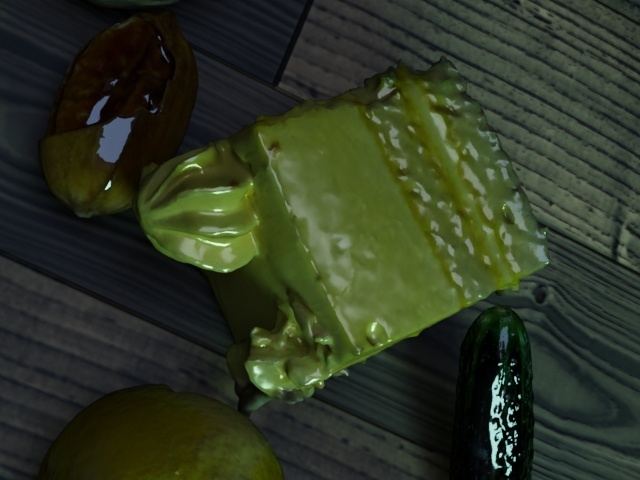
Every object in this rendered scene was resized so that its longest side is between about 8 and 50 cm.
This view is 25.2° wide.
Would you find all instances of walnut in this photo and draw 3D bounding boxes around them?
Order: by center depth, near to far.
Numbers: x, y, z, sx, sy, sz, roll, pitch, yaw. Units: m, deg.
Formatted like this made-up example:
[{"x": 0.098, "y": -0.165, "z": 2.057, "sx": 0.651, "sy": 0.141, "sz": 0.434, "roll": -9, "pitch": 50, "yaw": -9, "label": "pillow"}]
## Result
[{"x": -0.168, "y": -0.113, "z": 1.228, "sx": 0.116, "sy": 0.116, "sz": 0.207, "roll": 29, "pitch": 71, "yaw": -12, "label": "walnut"}]

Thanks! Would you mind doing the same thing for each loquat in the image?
[{"x": -0.121, "y": 0.220, "z": 1.121, "sx": 0.213, "sy": 0.213, "sz": 0.213, "roll": 4, "pitch": 78, "yaw": -19, "label": "loquat"}]

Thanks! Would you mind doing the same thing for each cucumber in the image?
[{"x": 0.149, "y": 0.167, "z": 1.236, "sx": 0.074, "sy": 0.074, "sz": 0.241, "roll": -12, "pitch": 119, "yaw": -21, "label": "cucumber"}]

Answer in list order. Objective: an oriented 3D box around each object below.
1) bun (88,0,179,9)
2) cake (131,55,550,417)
[{"x": -0.149, "y": -0.298, "z": 1.261, "sx": 0.229, "sy": 0.145, "sz": 0.229, "roll": -4, "pitch": 55, "yaw": 5, "label": "bun"}, {"x": 0.000, "y": 0.000, "z": 1.204, "sx": 0.286, "sy": 0.222, "sz": 0.227, "roll": -25, "pitch": 86, "yaw": -23, "label": "cake"}]
